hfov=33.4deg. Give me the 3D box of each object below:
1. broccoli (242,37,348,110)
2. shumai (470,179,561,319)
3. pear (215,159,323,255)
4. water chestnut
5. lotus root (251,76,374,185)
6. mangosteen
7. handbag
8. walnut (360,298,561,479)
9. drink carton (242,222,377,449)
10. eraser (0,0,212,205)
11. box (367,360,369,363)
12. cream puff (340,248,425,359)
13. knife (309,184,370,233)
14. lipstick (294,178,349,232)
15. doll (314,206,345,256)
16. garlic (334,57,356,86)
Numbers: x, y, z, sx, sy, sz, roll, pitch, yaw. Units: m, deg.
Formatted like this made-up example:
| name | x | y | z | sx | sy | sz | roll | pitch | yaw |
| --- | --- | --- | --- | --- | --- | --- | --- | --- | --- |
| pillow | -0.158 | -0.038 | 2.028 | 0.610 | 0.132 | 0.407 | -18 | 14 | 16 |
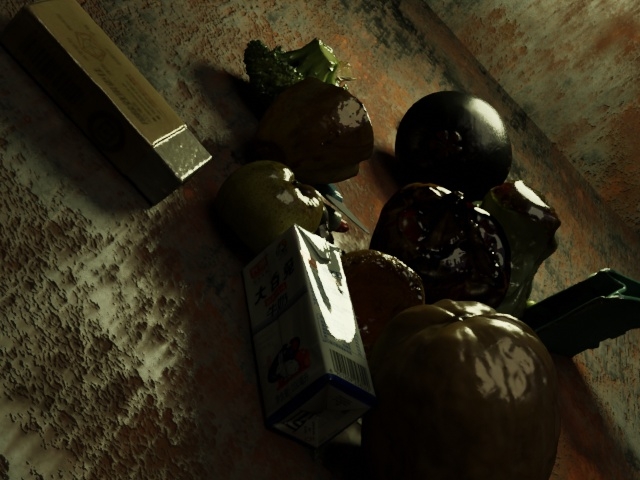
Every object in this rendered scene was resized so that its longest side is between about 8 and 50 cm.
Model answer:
| name | x | y | z | sx | sy | sz | roll | pitch | yaw |
| --- | --- | --- | --- | --- | --- | --- | --- | --- | --- |
| broccoli | -0.042 | -0.309 | 2.104 | 0.198 | 0.176 | 0.226 | -71 | 139 | -75 |
| shumai | 0.412 | 0.006 | 2.302 | 0.304 | 0.263 | 0.309 | 21 | 37 | -43 |
| pear | -0.081 | -0.052 | 1.710 | 0.167 | 0.136 | 0.167 | 42 | 21 | -20 |
| water chestnut | 0.222 | 0.023 | 1.984 | 0.289 | 0.244 | 0.289 | 41 | 25 | -24 |
| lotus root | -0.023 | -0.173 | 1.928 | 0.180 | 0.188 | 0.199 | -32 | 42 | -32 |
| mangosteen | 0.310 | -0.207 | 2.461 | 0.275 | 0.275 | 0.302 | 54 | 9 | 9 |
| handbag | 0.600 | 0.158 | 2.394 | 0.274 | 0.268 | 0.100 | 14 | 52 | -46 |
| walnut | 0.201 | 0.263 | 1.535 | 0.306 | 0.306 | 0.344 | -53 | 137 | -65 |
| drink carton | -0.023 | 0.131 | 1.556 | 0.106 | 0.130 | 0.315 | 32 | 30 | -36 |
| eraser | -0.320 | -0.216 | 1.618 | 0.343 | 0.078 | 0.144 | 49 | 25 | -4 |
| box | 0.100 | 0.219 | 1.774 | 0.083 | 0.012 | 0.046 | 43 | 26 | -17 |
| cream puff | 0.074 | 0.101 | 1.757 | 0.183 | 0.183 | 0.169 | 47 | -3 | -5 |
| knife | 0.029 | -0.069 | 1.952 | 0.058 | 0.032 | 0.244 | 36 | 8 | -28 |
| lipstick | -0.009 | -0.052 | 1.935 | 0.186 | 0.057 | 0.063 | 32 | 2 | -43 |
| doll | 0.000 | 0.000 | 1.856 | 0.165 | 0.057 | 0.139 | 32 | 41 | -61 |
| garlic | -0.001 | -0.354 | 2.342 | 0.124 | 0.099 | 0.174 | 12 | 36 | -25 |
